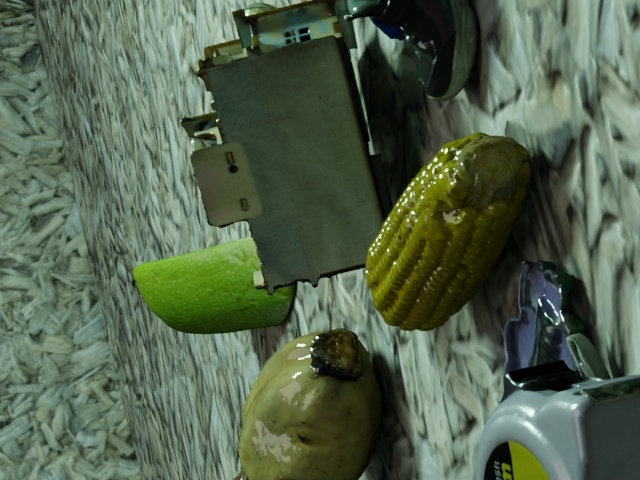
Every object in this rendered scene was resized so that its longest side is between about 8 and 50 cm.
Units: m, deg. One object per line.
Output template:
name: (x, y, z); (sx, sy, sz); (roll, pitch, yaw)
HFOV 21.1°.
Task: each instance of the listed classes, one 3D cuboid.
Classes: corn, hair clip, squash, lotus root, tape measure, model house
corn: (0.097, -0.003, 1.336); (0.261, 0.097, 0.097); (118, 141, -62)
hair clip: (0.154, 0.102, 1.263); (0.124, 0.052, 0.195); (-130, 39, -53)
squash: (-0.077, 0.055, 2.152); (0.289, 0.203, 0.111); (-13, 83, 40)
lotus root: (-0.007, 0.188, 1.749); (0.257, 0.140, 0.154); (115, 159, -48)
tape measure: (0.178, 0.169, 1.121); (0.178, 0.105, 0.196); (-159, 60, -65)
model house: (-0.034, -0.109, 1.568); (0.206, 0.178, 0.271); (-97, -9, -59)

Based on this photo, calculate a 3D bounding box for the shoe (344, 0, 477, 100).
shoe: (0.065, -0.188, 1.333); (0.071, 0.099, 0.169); (-142, 45, -66)

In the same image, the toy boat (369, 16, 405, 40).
toy boat: (0.023, -0.300, 1.480); (0.291, 0.070, 0.210); (-123, 21, -62)

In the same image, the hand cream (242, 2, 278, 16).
hand cream: (-0.063, -0.163, 1.903); (0.084, 0.084, 0.203); (166, 102, -75)
